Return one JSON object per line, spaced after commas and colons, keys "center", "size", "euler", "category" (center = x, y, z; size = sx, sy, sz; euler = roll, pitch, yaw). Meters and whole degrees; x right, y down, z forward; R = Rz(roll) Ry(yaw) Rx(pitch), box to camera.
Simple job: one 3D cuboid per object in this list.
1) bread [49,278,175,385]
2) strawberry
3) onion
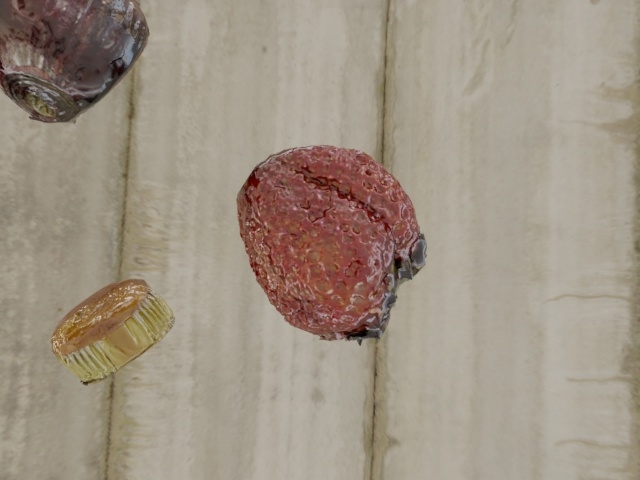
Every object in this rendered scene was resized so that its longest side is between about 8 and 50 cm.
{"center": [-0.348, 0.144, 1.206], "size": [0.190, 0.132, 0.114], "euler": [-39, -60, -15], "category": "bread"}
{"center": [0.000, 0.000, 1.056], "size": [0.288, 0.238, 0.250], "euler": [35, -127, -19], "category": "strawberry"}
{"center": [-0.377, -0.309, 1.050], "size": [0.206, 0.206, 0.216], "euler": [37, -120, -33], "category": "onion"}
